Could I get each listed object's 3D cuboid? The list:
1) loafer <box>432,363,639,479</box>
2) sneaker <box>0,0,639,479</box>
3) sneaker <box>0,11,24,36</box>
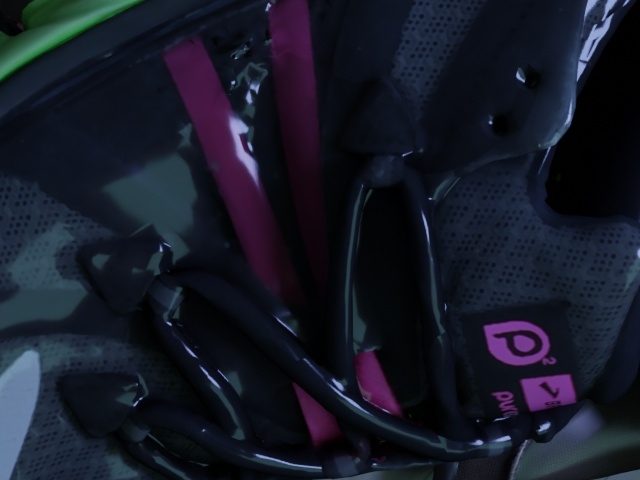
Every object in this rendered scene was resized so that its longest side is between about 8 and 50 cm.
[{"bbox_3d":[0.220,0.071,1.096,0.366,0.130,0.134,-31,142,-28],"label":"loafer"},{"bbox_3d":[0.000,0.000,0.602,0.483,0.202,0.185,-42,151,-1],"label":"sneaker"},{"bbox_3d":[-0.109,-0.063,0.652,0.057,0.047,0.119,-47,155,-17],"label":"sneaker"}]
